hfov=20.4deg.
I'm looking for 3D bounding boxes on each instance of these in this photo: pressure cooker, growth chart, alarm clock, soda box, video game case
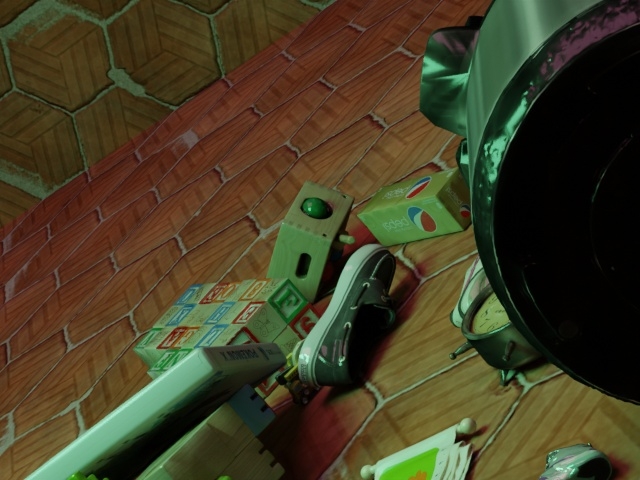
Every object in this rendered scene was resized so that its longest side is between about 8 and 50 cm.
[{"bbox_3d":[0.296,-0.097,1.503,0.375,0.370,0.420,-39,15,18],"label":"pressure cooker"},{"bbox_3d":[0.074,0.259,1.680,0.172,0.021,0.237,-33,17,27],"label":"growth chart"},{"bbox_3d":[0.221,0.059,1.796,0.192,0.064,0.129,-49,18,-19],"label":"alarm clock"},{"bbox_3d":[0.127,-0.041,2.265,0.058,0.061,0.181,-50,19,-27],"label":"soda box"},{"bbox_3d":[-0.207,0.223,1.987,0.329,0.036,0.300,-38,-10,10],"label":"video game case"}]

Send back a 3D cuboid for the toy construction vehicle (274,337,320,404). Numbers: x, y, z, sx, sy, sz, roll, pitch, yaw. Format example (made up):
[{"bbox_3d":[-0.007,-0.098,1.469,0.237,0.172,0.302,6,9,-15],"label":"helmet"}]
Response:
[{"bbox_3d":[-0.015,0.149,2.130,0.098,0.035,0.086,-46,17,-19],"label":"toy construction vehicle"}]

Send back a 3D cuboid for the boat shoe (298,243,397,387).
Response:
[{"bbox_3d":[0.051,0.088,2.087,0.076,0.080,0.228,5,37,27],"label":"boat shoe"}]

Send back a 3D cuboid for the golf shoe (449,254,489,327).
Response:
[{"bbox_3d":[0.195,0.023,1.939,0.086,0.067,0.186,-23,23,44],"label":"golf shoe"}]

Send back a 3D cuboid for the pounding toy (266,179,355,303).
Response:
[{"bbox_3d":[0.000,0.000,2.343,0.130,0.100,0.141,-62,-9,-52],"label":"pounding toy"}]

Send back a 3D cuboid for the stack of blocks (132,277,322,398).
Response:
[{"bbox_3d":[-0.136,0.141,2.324,0.171,0.087,0.297,-47,18,-22],"label":"stack of blocks"}]

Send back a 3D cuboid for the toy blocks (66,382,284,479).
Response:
[{"bbox_3d":[-0.162,0.284,1.908,0.381,0.191,0.261,-41,1,33],"label":"toy blocks"}]

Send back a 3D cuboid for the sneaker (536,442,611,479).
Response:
[{"bbox_3d":[0.198,0.207,1.519,0.098,0.038,0.069,-31,15,-2],"label":"sneaker"}]
